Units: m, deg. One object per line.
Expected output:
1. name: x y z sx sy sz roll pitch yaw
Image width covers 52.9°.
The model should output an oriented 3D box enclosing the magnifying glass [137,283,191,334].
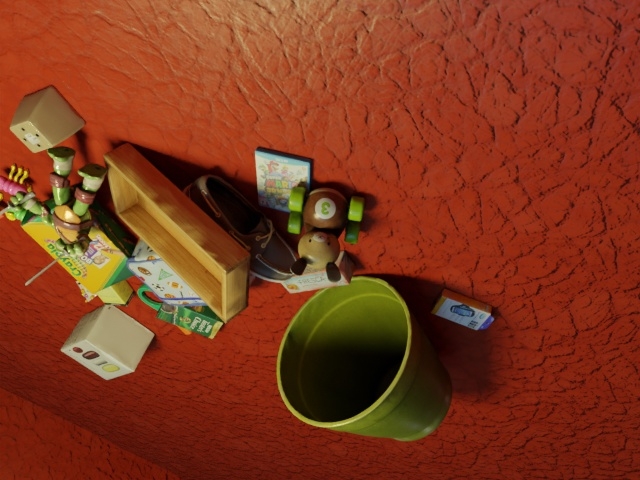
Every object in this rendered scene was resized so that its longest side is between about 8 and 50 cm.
1. magnifying glass: -0.467 0.211 1.956 0.092 0.026 0.231 -8 132 32

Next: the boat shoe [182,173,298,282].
1. boat shoe: -0.166 -0.024 1.456 0.324 0.116 0.097 42 141 -16

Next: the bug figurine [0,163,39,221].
1. bug figurine: -0.848 -0.127 1.685 0.216 0.072 0.279 19 142 3

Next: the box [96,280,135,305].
1. box: -0.638 0.100 1.872 0.087 0.058 0.232 1 138 24

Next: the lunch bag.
1. lunch bag: -0.327 0.082 1.662 0.303 0.115 0.243 -2 139 29

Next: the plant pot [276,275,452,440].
1. plant pot: 0.144 0.330 1.579 0.366 0.366 0.353 -11 143 35

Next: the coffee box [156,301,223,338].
1. coffee box: -0.380 0.221 1.892 0.184 0.040 0.113 24 138 -14

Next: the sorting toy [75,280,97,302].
1. sorting toy: -0.727 0.148 1.995 0.083 0.045 0.075 -29 101 45

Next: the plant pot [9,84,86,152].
1. plant pot: -0.602 -0.254 1.395 0.109 0.096 0.109 -8 133 33

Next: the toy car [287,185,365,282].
1. toy car: 0.000 0.000 1.327 0.155 0.188 0.149 9 142 3

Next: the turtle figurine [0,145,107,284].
1. turtle figurine: -0.595 -0.057 1.427 0.275 0.198 0.266 1 123 -41

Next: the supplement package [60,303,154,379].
1. supplement package: -0.699 0.336 2.111 0.194 0.149 0.203 41 139 -23

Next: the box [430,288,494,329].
1. box: 0.338 0.165 1.515 0.136 0.028 0.081 19 142 -1

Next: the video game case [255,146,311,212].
1. video game case: -0.078 -0.122 1.373 0.119 0.015 0.166 14 142 10

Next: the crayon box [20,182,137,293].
1. crayon box: -0.611 0.001 1.676 0.165 0.081 0.278 -23 128 14

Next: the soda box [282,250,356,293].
1. soda box: -0.009 0.077 1.541 0.183 0.063 0.058 -11 132 34

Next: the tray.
1. tray: -0.316 -0.020 1.421 0.411 0.076 0.203 41 148 22
